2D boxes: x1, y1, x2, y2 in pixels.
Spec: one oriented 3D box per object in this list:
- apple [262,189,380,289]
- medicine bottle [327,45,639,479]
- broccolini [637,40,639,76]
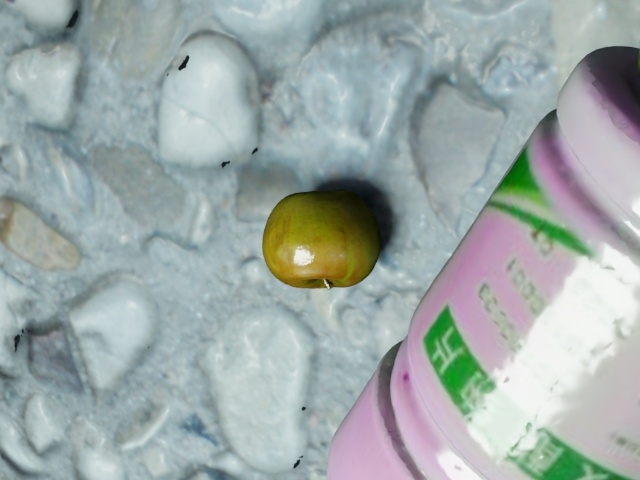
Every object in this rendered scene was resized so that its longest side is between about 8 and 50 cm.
[{"bbox_3d":[0.000,0.000,0.810,0.089,0.089,0.075,-2,93,33],"label":"apple"},{"bbox_3d":[0.162,0.070,0.659,0.212,0.212,0.325,40,123,14],"label":"medicine bottle"},{"bbox_3d":[0.193,-0.185,0.589,0.058,0.067,0.216,5,79,50],"label":"broccolini"}]
